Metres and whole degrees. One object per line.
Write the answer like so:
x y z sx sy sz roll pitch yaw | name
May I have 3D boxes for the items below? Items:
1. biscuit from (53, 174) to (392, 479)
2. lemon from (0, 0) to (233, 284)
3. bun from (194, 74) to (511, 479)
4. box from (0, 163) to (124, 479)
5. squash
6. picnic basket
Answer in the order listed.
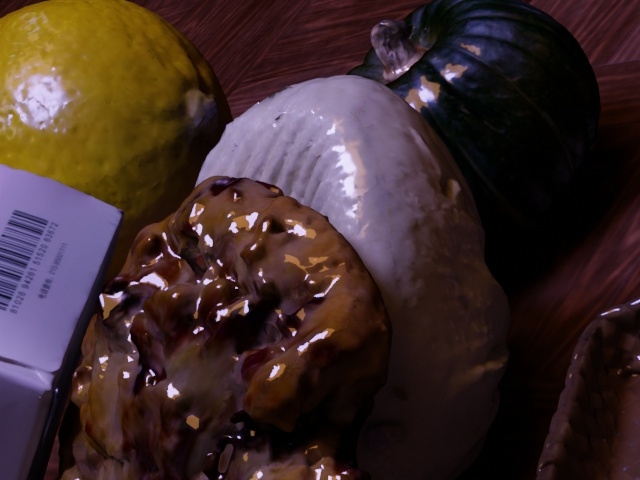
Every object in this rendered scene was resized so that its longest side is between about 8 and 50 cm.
-0.077 0.130 0.857 0.289 0.081 0.334 50 123 48 | biscuit
-0.214 -0.088 1.418 0.293 0.293 0.293 -30 25 16 | lemon
0.018 0.041 0.943 0.259 0.160 0.259 -10 77 49 | bun
-0.236 0.127 1.069 0.200 0.106 0.299 -77 9 -56 | box
0.094 -0.078 1.090 0.218 0.172 0.218 -54 0 0 | squash
0.173 0.102 0.802 0.110 0.055 0.193 -20 30 36 | picnic basket
